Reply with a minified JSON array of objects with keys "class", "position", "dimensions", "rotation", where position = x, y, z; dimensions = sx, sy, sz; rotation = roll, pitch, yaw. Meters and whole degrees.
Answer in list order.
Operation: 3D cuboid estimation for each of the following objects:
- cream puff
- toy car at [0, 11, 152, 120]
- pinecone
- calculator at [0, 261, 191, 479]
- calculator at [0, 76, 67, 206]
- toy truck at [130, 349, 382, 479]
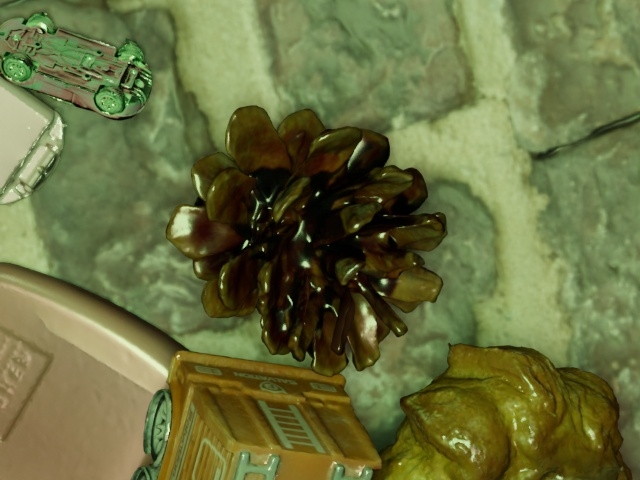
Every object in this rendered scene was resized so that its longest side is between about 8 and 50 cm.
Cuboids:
[{"class":"cream puff","position":[0.152,0.199,1.434],"dimensions":[0.269,0.155,0.241],"rotation":[-2,126,-41]},{"class":"toy car","position":[-0.215,-0.146,1.466],"dimensions":[0.142,0.069,0.055],"rotation":[19,136,-2]},{"class":"pinecone","position":[0.001,0.001,1.420],"dimensions":[0.228,0.201,0.203],"rotation":[15,113,-26]},{"class":"calculator","position":[-0.221,0.161,1.511],"dimensions":[0.329,0.048,0.220],"rotation":[30,98,-1]},{"class":"calculator","position":[-0.307,-0.108,1.483],"dimensions":[0.175,0.032,0.100],"rotation":[36,95,-4]},{"class":"toy truck","position":[-0.078,0.306,1.415],"dimensions":[0.173,0.207,0.388],"rotation":[10,104,-20]}]
